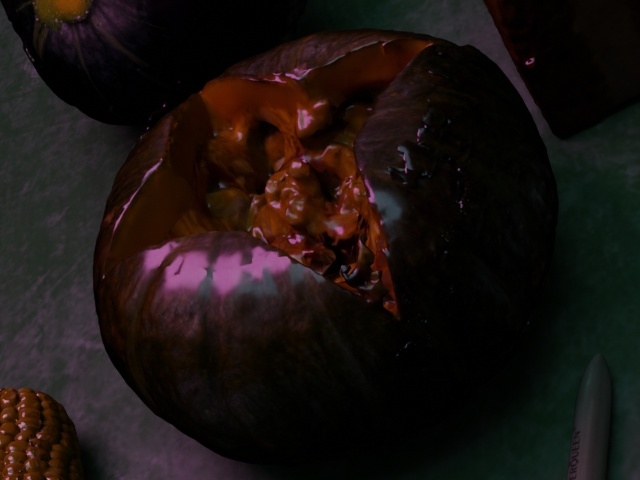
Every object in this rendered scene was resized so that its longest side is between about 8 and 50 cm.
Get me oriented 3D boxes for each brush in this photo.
[{"bbox_3d":[0.143,0.187,0.634,0.042,0.039,0.299,-3,48,25],"label":"brush"}]

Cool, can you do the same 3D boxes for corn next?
[{"bbox_3d":[-0.194,0.214,0.765,0.106,0.106,0.293,-31,43,4],"label":"corn"}]

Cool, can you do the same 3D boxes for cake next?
[{"bbox_3d":[0.244,-0.241,0.833,0.293,0.199,0.196,-22,42,12],"label":"cake"}]

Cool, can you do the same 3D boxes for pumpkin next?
[{"bbox_3d":[0.000,0.000,0.768,0.320,0.192,0.320,-16,44,16],"label":"pumpkin"},{"bbox_3d":[-0.130,-0.258,1.037,0.295,0.296,0.296,-17,46,18],"label":"pumpkin"}]
